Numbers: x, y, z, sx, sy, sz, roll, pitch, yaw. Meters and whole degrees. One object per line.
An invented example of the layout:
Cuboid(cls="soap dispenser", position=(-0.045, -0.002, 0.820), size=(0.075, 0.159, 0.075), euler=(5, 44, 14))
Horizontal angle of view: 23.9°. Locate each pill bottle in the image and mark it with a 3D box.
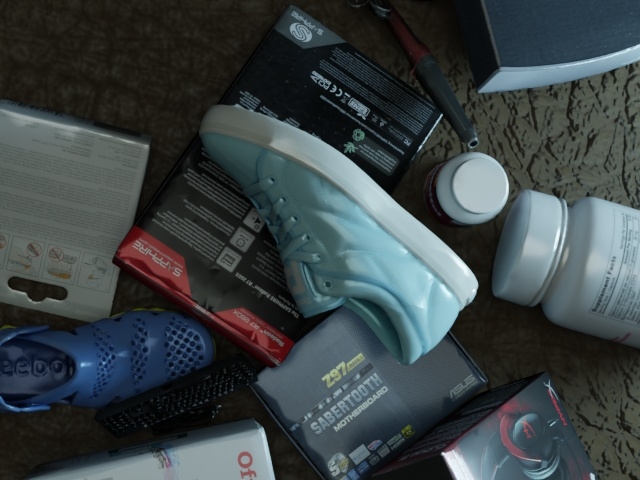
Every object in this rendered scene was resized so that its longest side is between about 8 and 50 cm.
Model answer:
Cuboid(cls="pill bottle", position=(0.359, 0.040, 1.798), size=(0.283, 0.160, 0.160), euler=(16, 86, -4))
Cuboid(cls="pill bottle", position=(0.174, -0.060, 1.787), size=(0.086, 0.152, 0.086), euler=(0, 87, -6))

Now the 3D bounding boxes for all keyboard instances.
Cuboid(cls="keyboard", position=(-0.158, 0.195, 1.757), size=(0.192, 0.100, 0.038), euler=(-23, 60, 10))

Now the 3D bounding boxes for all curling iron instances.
Cuboid(cls="curling iron", position=(0.110, -0.210, 1.784), size=(0.068, 0.035, 0.274), euler=(-2, 53, -45))

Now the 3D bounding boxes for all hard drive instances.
Cuboid(cls="hard drive", position=(0.286, -0.278, 1.822), size=(0.254, 0.054, 0.172), euler=(-13, 89, -24))

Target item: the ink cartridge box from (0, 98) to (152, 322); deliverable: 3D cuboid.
Cuboid(cls="ink cartridge box", position=(-0.316, -0.034, 1.800), size=(0.189, 0.066, 0.232), euler=(13, 108, -5))

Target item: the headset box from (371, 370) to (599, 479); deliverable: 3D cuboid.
Cuboid(cls="headset box", position=(0.198, 0.306, 1.712), size=(0.110, 0.293, 0.218), euler=(-25, 90, 38))

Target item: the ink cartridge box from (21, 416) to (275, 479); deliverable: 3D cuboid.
Cuboid(cls="ink cartridge box", position=(-0.179, 0.329, 1.714), size=(0.270, 0.197, 0.198), euler=(-12, 89, -6))

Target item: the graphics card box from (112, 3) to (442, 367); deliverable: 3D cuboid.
Cuboid(cls="graphics card box", position=(-0.048, -0.064, 1.771), size=(0.232, 0.094, 0.371), euler=(33, 77, -3))

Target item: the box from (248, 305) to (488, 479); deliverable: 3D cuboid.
Cuboid(cls="box", position=(0.055, 0.169, 1.813), size=(0.232, 0.059, 0.183), euler=(-38, 91, -5))

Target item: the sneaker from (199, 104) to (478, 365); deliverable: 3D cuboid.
Cuboid(cls="sneaker", position=(0.000, 0.000, 1.651), size=(0.366, 0.135, 0.150), euler=(36, 71, -7))

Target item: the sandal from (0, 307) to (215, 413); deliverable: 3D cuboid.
Cuboid(cls="sandal", position=(-0.277, 0.147, 1.743), size=(0.317, 0.138, 0.126), euler=(-8, 90, -8))
